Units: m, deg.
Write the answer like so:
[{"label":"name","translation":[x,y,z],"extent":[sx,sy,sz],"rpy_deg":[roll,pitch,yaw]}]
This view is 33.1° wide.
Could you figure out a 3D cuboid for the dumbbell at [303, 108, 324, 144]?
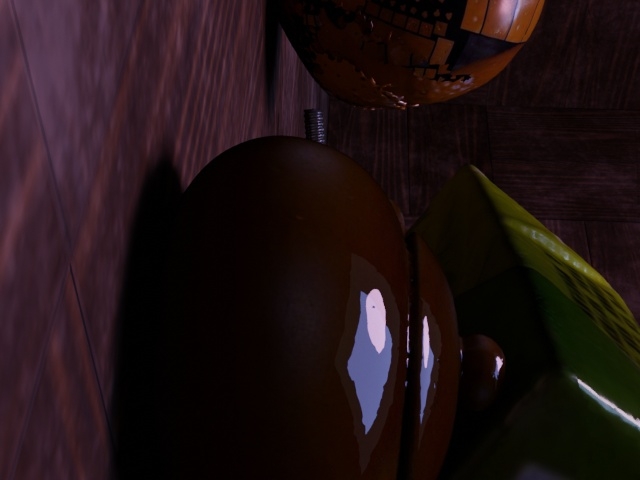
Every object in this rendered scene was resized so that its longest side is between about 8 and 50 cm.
[{"label":"dumbbell","translation":[0.000,0.000,1.046],"extent":[0.110,0.110,0.255],"rpy_deg":[-76,161,-84]}]

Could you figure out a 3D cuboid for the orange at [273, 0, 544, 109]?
[{"label":"orange","translation":[0.077,-0.218,0.913],"extent":[0.182,0.234,0.235],"rpy_deg":[61,26,-52]}]

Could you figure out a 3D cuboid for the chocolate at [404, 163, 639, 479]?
[{"label":"chocolate","translation":[0.062,0.143,0.583],"extent":[0.301,0.137,0.289],"rpy_deg":[-57,-170,17]}]

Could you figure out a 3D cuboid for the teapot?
[{"label":"teapot","translation":[0.003,0.061,0.399],"extent":[0.252,0.135,0.178],"rpy_deg":[-88,175,-52]}]
